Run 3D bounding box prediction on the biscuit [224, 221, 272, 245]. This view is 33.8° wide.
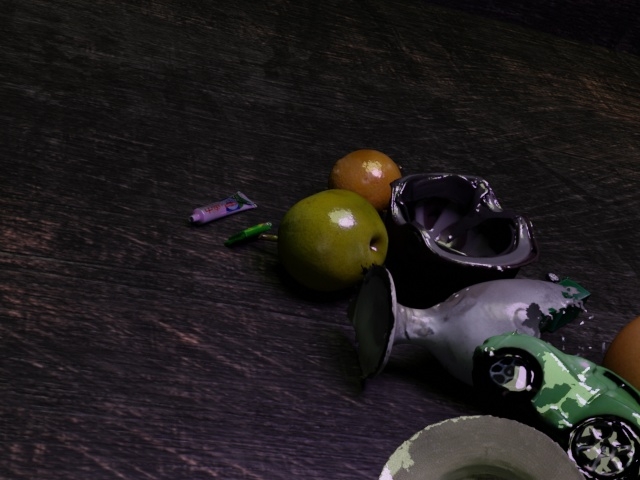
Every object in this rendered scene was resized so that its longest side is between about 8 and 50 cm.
[{"bbox_3d":[-0.117,-0.013,1.761,0.089,0.046,0.016,-21,90,-52],"label":"biscuit"}]

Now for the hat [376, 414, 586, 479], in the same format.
[{"bbox_3d":[0.190,0.344,1.235,0.257,0.130,0.257,-4,43,4],"label":"hat"}]

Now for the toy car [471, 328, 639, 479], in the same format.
[{"bbox_3d":[0.355,0.257,1.367,0.176,0.213,0.359,-35,53,-15],"label":"toy car"}]

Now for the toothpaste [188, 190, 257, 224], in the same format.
[{"bbox_3d":[-0.171,-0.054,1.813,0.045,0.028,0.170,38,30,17],"label":"toothpaste"}]

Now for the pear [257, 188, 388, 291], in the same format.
[{"bbox_3d":[0.000,0.000,1.716,0.216,0.166,0.180,-1,26,34],"label":"pear"}]

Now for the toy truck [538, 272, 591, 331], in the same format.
[{"bbox_3d":[0.397,0.110,1.839,0.079,0.065,0.147,40,34,26],"label":"toy truck"}]

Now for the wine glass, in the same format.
[{"bbox_3d":[0.229,0.138,1.575,0.357,0.190,0.190,8,31,-13],"label":"wine glass"}]

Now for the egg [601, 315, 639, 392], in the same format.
[{"bbox_3d":[0.537,0.225,1.519,0.250,0.250,0.322,46,3,39],"label":"egg"}]

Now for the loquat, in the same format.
[{"bbox_3d":[0.084,-0.103,1.942,0.141,0.141,0.141,15,30,-9],"label":"loquat"}]

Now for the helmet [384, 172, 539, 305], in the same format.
[{"bbox_3d":[0.219,0.021,1.768,0.225,0.177,0.305,0,38,-23],"label":"helmet"}]
